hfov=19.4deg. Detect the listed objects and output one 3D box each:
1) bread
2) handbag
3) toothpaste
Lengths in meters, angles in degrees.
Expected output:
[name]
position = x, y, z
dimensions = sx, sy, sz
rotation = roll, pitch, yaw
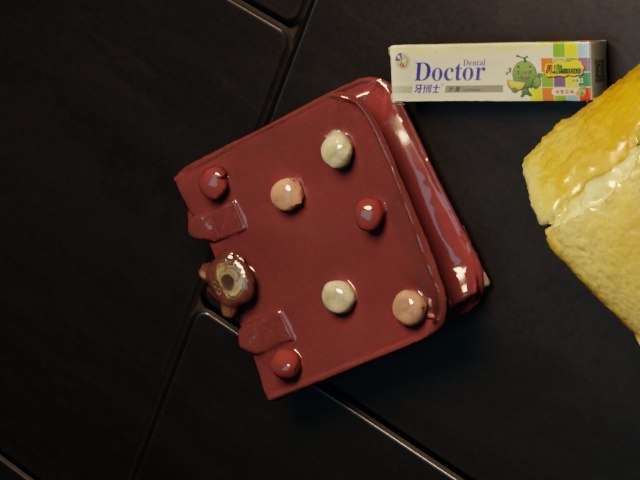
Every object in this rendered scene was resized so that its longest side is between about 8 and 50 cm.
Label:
[bread]
position = 0.249, 0.010, 1.218
dimensions = 0.257, 0.186, 0.124
rotation = 47, 117, 5
[handbag]
position = -0.001, 0.000, 1.437
dimensions = 0.216, 0.074, 0.203
rotation = -25, 87, 34
[toothpaste]
position = 0.129, -0.120, 1.351
dimensions = 0.164, 0.034, 0.046
rotation = 2, 99, 32
